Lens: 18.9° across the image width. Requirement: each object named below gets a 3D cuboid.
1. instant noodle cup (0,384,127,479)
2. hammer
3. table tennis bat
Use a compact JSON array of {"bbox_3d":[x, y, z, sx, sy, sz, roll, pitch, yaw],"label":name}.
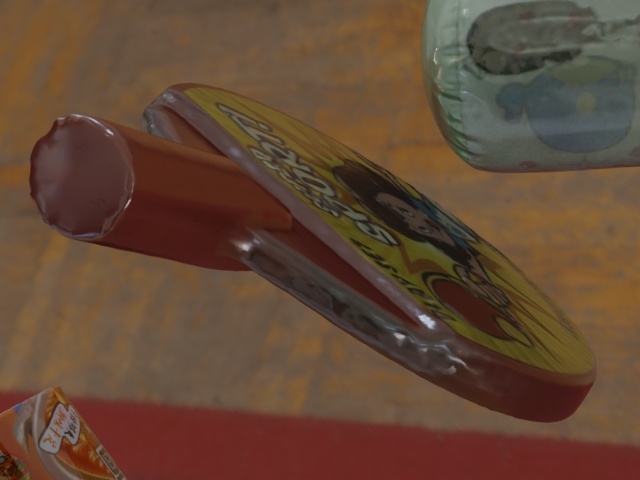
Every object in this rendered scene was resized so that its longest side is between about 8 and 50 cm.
[{"bbox_3d":[-0.209,0.224,1.253,0.250,0.250,0.192,-31,88,24],"label":"instant noodle cup"},{"bbox_3d":[0.149,-0.204,0.970,0.206,0.119,0.335,-3,91,2],"label":"hammer"},{"bbox_3d":[0.000,0.000,0.728,0.200,0.310,0.038,41,103,27],"label":"table tennis bat"}]
